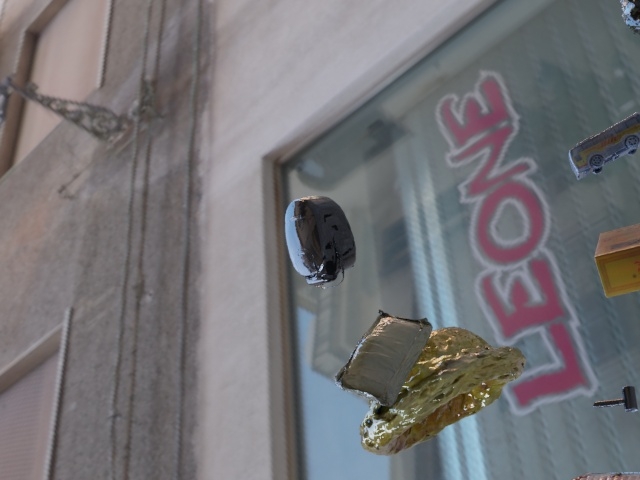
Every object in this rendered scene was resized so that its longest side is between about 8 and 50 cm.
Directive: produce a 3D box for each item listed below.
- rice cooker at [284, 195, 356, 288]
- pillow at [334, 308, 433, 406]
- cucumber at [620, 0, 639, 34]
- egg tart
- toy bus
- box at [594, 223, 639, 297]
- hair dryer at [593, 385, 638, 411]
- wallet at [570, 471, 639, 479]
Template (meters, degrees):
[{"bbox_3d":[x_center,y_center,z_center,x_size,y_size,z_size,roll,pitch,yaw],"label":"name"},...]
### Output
[{"bbox_3d":[0.000,0.001,2.016,0.118,0.142,0.203,-18,-85,-37],"label":"rice cooker"},{"bbox_3d":[0.115,0.210,1.696,0.208,0.119,0.053,-53,-30,-38],"label":"pillow"},{"bbox_3d":[0.608,-0.464,1.777,0.096,0.096,0.359,50,-152,-9],"label":"cucumber"},{"bbox_3d":[0.237,0.299,1.939,0.388,0.388,0.169,6,-132,-50],"label":"egg tart"},{"bbox_3d":[0.644,-0.210,2.094,0.075,0.190,0.064,63,-173,17],"label":"toy bus"},{"bbox_3d":[0.569,0.018,1.610,0.274,0.174,0.076,-25,-83,-69],"label":"box"},{"bbox_3d":[0.568,0.311,1.816,0.026,0.083,0.047,34,-132,-51],"label":"hair dryer"},{"bbox_3d":[0.421,0.376,1.418,0.103,0.196,0.020,-22,-96,-23],"label":"wallet"}]
